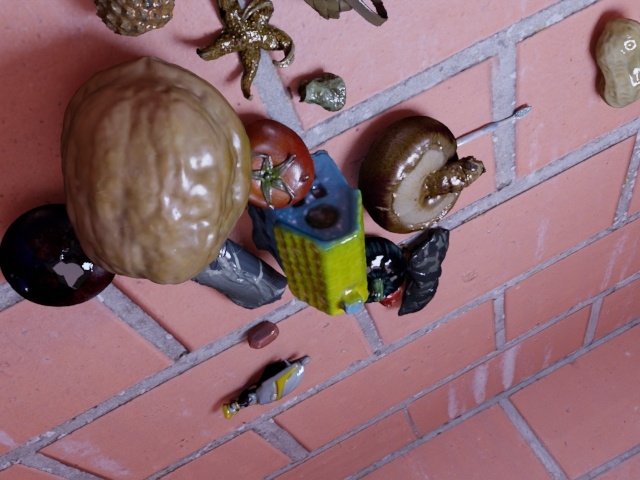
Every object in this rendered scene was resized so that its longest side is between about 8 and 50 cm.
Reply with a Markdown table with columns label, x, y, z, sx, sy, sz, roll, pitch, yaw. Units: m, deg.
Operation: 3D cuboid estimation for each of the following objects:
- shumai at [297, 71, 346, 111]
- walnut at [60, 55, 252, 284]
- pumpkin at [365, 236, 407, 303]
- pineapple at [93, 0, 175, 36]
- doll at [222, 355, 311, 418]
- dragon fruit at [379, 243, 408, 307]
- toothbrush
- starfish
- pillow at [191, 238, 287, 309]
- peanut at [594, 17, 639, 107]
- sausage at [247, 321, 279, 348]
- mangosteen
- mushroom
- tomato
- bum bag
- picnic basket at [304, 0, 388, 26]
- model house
| label | x | y | z | sx | sy | sz | roll | pitch | yaw |
| --- | --- | --- | --- | --- | --- | --- | --- | --- | --- |
| shumai | -0.001 | -0.271 | 0.987 | 0.080 | 0.083 | 0.082 | -34 | 105 | -26 |
| walnut | -0.255 | -0.113 | 0.828 | 0.306 | 0.306 | 0.344 | -12 | 127 | -21 |
| pumpkin | 0.132 | 0.077 | 1.381 | 0.194 | 0.150 | 0.194 | -5 | 102 | -27 |
| pineapple | -0.270 | -0.404 | 0.659 | 0.119 | 0.130 | 0.277 | -32 | 140 | -17 |
| doll | -0.161 | 0.447 | 1.613 | 0.316 | 0.103 | 0.145 | -32 | 144 | 11 |
| dragon fruit | 0.195 | 0.096 | 1.492 | 0.094 | 0.094 | 0.191 | 4 | 105 | -34 |
| toothbrush | 0.394 | -0.264 | 1.274 | 0.269 | 0.021 | 0.027 | -27 | 162 | -3 |
| starfish | -0.130 | -0.331 | 0.854 | 0.146 | 0.074 | 0.190 | -34 | 140 | 2 |
| pillow | -0.195 | 0.082 | 1.216 | 0.161 | 0.093 | 0.335 | -16 | 149 | 27 |
| peanut | 0.714 | -0.409 | 1.237 | 0.111 | 0.125 | 0.274 | -39 | 139 | 11 |
| sausage | -0.159 | 0.261 | 1.452 | 0.094 | 0.059 | 0.054 | -32 | 161 | -1 |
| mangosteen | -0.470 | 0.036 | 0.962 | 0.194 | 0.194 | 0.230 | -9 | 162 | -23 |
| mushroom | 0.217 | -0.147 | 1.188 | 0.278 | 0.163 | 0.297 | -20 | 139 | 1 |
| tomato | -0.096 | -0.148 | 1.002 | 0.167 | 0.167 | 0.167 | -17 | 138 | -16 |
| bum bag | 0.300 | 0.107 | 1.543 | 0.144 | 0.095 | 0.340 | -31 | 145 | -28 |
| picnic basket | 0.046 | -0.412 | 0.829 | 0.178 | 0.128 | 0.137 | 27 | 135 | -34 |
| model house | 0.000 | 0.000 | 1.110 | 0.215 | 0.303 | 0.237 | -26 | 139 | -15 |
